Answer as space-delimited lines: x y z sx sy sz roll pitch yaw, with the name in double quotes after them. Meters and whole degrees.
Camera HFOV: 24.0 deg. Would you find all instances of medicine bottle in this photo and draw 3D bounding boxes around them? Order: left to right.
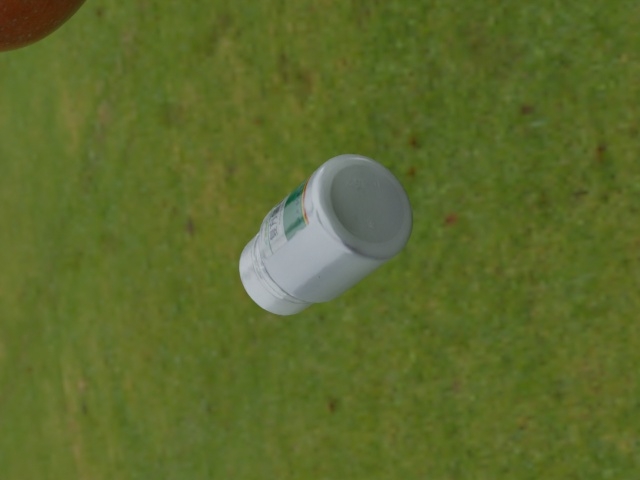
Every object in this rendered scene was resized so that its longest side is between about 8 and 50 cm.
0.000 0.000 1.059 0.130 0.080 0.080 -37 62 51 "medicine bottle"

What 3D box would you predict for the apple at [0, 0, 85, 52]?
-0.394 -0.376 1.674 0.348 0.348 0.277 57 135 51 "apple"
